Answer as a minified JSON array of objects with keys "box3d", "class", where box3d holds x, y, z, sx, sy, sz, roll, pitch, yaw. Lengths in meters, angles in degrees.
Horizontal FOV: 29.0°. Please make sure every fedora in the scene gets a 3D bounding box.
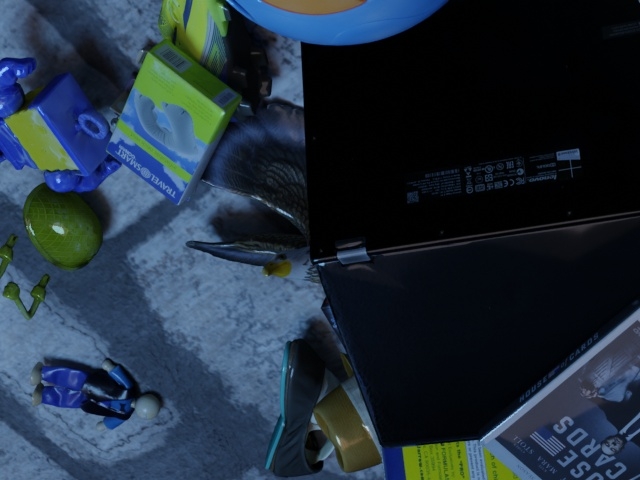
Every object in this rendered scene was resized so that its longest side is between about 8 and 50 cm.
[{"box3d":[0.043,0.231,1.530,0.079,0.194,0.194,-27,119,-5],"class":"fedora"}]

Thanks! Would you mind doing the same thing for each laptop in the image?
[{"box3d":[0.201,-0.026,1.256,0.382,0.407,0.236,-9,160,15],"class":"laptop"}]

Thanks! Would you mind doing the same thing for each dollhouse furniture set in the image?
[{"box3d":[-0.182,-0.148,1.424,0.114,0.081,0.091,31,131,-5],"class":"dollhouse furniture set"}]

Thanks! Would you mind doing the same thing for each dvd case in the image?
[{"box3d":[0.298,0.177,1.199,0.179,0.029,0.238,41,116,-6],"class":"dvd case"}]

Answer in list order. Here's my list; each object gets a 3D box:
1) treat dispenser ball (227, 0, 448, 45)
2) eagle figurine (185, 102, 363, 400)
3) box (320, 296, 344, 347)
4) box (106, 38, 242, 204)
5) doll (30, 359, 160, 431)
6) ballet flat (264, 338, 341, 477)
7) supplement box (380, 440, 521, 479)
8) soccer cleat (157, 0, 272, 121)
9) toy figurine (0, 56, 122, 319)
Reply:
[{"box3d":[0.015,-0.315,1.079,0.288,0.288,0.288,11,129,13],"class":"treat dispenser ball"},{"box3d":[-0.006,-0.001,1.433,0.298,0.225,0.226,42,95,31],"class":"eagle figurine"},{"box3d":[0.097,0.143,1.576,0.114,0.036,0.207,-14,120,30],"class":"box"},{"box3d":[-0.166,-0.121,1.355,0.109,0.042,0.178,38,134,5],"class":"box"},{"box3d":[-0.323,0.228,1.799,0.189,0.046,0.129,9,120,7],"class":"doll"},{"box3d":[-0.014,0.227,1.658,0.096,0.095,0.280,11,140,0],"class":"ballet flat"},{"box3d":[0.265,0.230,1.397,0.357,0.195,0.194,-12,163,18],"class":"supplement box"},{"box3d":[-0.133,-0.254,1.318,0.121,0.093,0.289,8,129,24],"class":"soccer cleat"},{"box3d":[-0.322,-0.087,1.439,0.217,0.191,0.362,-8,126,34],"class":"toy figurine"}]
